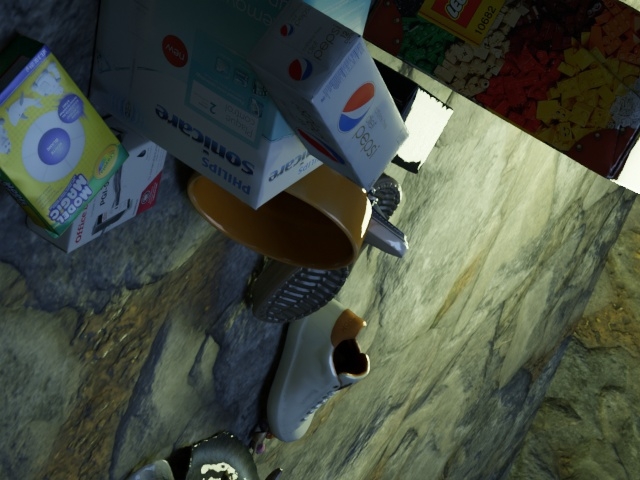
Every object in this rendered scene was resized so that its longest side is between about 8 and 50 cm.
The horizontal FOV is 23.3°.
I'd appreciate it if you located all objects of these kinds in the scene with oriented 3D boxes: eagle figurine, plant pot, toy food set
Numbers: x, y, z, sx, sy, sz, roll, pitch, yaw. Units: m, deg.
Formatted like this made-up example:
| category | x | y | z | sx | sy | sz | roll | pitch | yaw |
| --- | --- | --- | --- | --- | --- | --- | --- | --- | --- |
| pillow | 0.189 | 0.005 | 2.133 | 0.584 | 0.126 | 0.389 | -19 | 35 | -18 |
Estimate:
| category | x | y | z | sx | sy | sz | roll | pitch | yaw |
| --- | --- | --- | --- | --- | --- | --- | --- | --- | --- |
| eagle figurine | -0.169 | 0.398 | 2.185 | 0.226 | 0.225 | 0.298 | -10 | -179 | -11 |
| plant pot | -0.021 | -0.098 | 1.754 | 0.205 | 0.205 | 0.188 | 77 | 34 | -63 |
| toy food set | -0.082 | 0.293 | 2.408 | 0.122 | 0.019 | 0.078 | -46 | 158 | -49 |

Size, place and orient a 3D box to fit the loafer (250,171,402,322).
| category | x | y | z | sx | sy | sz | roll | pitch | yaw |
| --- | --- | --- | --- | --- | --- | --- | --- | --- | --- |
| loafer | 0.000 | 0.000 | 2.063 | 0.268 | 0.092 | 0.102 | -47 | 137 | 16 |

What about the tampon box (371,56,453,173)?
| category | x | y | z | sx | sy | sz | roll | pitch | yaw |
| --- | --- | --- | --- | --- | --- | --- | --- | --- | --- |
| tampon box | 0.075 | -0.163 | 1.952 | 0.101 | 0.120 | 0.161 | -60 | 159 | 4 |

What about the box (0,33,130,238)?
| category | x | y | z | sx | sy | sz | roll | pitch | yaw |
| --- | --- | --- | --- | --- | --- | --- | --- | --- | --- |
| box | -0.243 | -0.084 | 1.377 | 0.105 | 0.043 | 0.179 | -52 | 141 | -16 |

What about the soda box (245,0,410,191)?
| category | x | y | z | sx | sy | sz | roll | pitch | yaw |
| --- | --- | --- | --- | --- | --- | --- | --- | --- | --- |
| soda box | 0.011 | -0.120 | 1.320 | 0.069 | 0.074 | 0.216 | -53 | 158 | -7 |

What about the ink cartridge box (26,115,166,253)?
| category | x | y | z | sx | sy | sz | roll | pitch | yaw |
| --- | --- | --- | --- | --- | --- | --- | --- | --- | --- |
| ink cartridge box | -0.217 | -0.060 | 1.527 | 0.135 | 0.056 | 0.099 | -34 | 149 | -47 |

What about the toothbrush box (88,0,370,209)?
| category | x | y | z | sx | sy | sz | roll | pitch | yaw |
| --- | --- | --- | --- | --- | --- | --- | --- | --- | --- |
| toothbrush box | -0.078 | -0.213 | 1.396 | 0.126 | 0.216 | 0.295 | -37 | 152 | -42 |

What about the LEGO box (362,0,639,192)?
| category | x | y | z | sx | sy | sz | roll | pitch | yaw |
| --- | --- | --- | --- | --- | --- | --- | --- | --- | --- |
| LEGO box | 0.327 | -0.228 | 2.077 | 0.193 | 0.372 | 0.500 | -60 | 159 | 8 |

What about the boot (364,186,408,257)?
| category | x | y | z | sx | sy | sz | roll | pitch | yaw |
| --- | --- | --- | --- | --- | --- | --- | --- | --- | --- |
| boot | 0.047 | -0.063 | 1.948 | 0.086 | 0.190 | 0.069 | -55 | -176 | -12 |

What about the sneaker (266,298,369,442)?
| category | x | y | z | sx | sy | sz | roll | pitch | yaw |
| --- | --- | --- | --- | --- | --- | --- | --- | --- | --- |
| sneaker | 0.000 | 0.212 | 2.308 | 0.106 | 0.123 | 0.290 | -47 | 157 | -45 |
